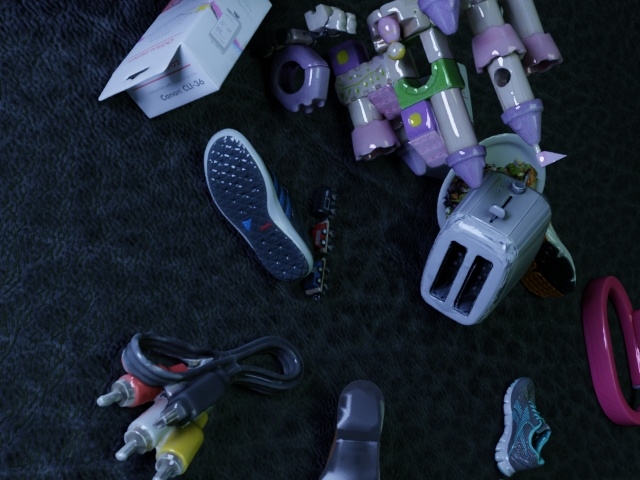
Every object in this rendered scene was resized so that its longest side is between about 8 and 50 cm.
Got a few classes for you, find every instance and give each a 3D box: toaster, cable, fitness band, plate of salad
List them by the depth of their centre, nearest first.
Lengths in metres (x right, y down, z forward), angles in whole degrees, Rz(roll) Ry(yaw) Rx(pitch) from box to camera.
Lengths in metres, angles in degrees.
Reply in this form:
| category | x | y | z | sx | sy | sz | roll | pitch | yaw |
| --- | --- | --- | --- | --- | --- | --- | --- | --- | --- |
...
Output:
| category | x | y | z | sx | sy | sz | roll | pitch | yaw |
| --- | --- | --- | --- | --- | --- | --- | --- | --- | --- |
| cable | -0.125 | 0.147 | 1.008 | 0.139 | 0.072 | 0.287 | 57 | 26 | 5 |
| toaster | 0.231 | 0.021 | 1.367 | 0.129 | 0.227 | 0.146 | 33 | 43 | 15 |
| plate of salad | 0.270 | -0.068 | 1.457 | 0.200 | 0.048 | 0.199 | -14 | 124 | -21 |
| fitness band | 0.577 | 0.211 | 1.822 | 0.209 | 0.054 | 0.290 | 4 | 74 | -47 |

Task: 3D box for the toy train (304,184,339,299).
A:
| category | x | y | z | sx | sy | sz | roll | pitch | yaw |
| --- | --- | --- | --- | --- | --- | --- | --- | --- | --- |
| toy train | 0.000 | 0.000 | 1.208 | 0.036 | 0.027 | 0.158 | 28 | 57 | -38 |

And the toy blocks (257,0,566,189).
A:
| category | x | y | z | sx | sy | sz | roll | pitch | yaw |
| --- | --- | --- | --- | --- | --- | --- | --- | --- | --- |
| toy blocks | 0.141 | -0.178 | 1.229 | 0.309 | 0.289 | 0.260 | -6 | 77 | -54 |

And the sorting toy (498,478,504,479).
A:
| category | x | y | z | sx | sy | sz | roll | pitch | yaw |
| --- | --- | --- | --- | --- | --- | --- | --- | --- | --- |
| sorting toy | 0.300 | 0.474 | 1.399 | 0.348 | 0.047 | 0.196 | 37 | 47 | -38 |

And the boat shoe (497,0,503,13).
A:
| category | x | y | z | sx | sy | sz | roll | pitch | yaw |
| --- | --- | --- | --- | --- | --- | --- | --- | --- | --- |
| boat shoe | 0.314 | -0.408 | 1.719 | 0.046 | 0.038 | 0.125 | 92 | 12 | -63 |

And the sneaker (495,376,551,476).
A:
| category | x | y | z | sx | sy | sz | roll | pitch | yaw |
| --- | --- | --- | --- | --- | --- | --- | --- | --- | --- |
| sneaker | 0.325 | 0.287 | 1.465 | 0.065 | 0.076 | 0.166 | 43 | 48 | -34 |

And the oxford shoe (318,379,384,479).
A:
| category | x | y | z | sx | sy | sz | roll | pitch | yaw |
| --- | --- | --- | --- | --- | --- | --- | --- | --- | --- |
| oxford shoe | 0.038 | 0.279 | 1.132 | 0.076 | 0.076 | 0.212 | 85 | 20 | -69 |

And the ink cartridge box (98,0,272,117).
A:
| category | x | y | z | sx | sy | sz | roll | pitch | yaw |
| --- | --- | --- | --- | --- | --- | --- | --- | --- | --- |
| ink cartridge box | -0.146 | -0.206 | 1.031 | 0.067 | 0.115 | 0.198 | 50 | 45 | -28 |

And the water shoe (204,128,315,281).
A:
| category | x | y | z | sx | sy | sz | roll | pitch | yaw |
| --- | --- | --- | --- | --- | --- | --- | --- | --- | --- |
| water shoe | -0.072 | -0.045 | 1.119 | 0.203 | 0.073 | 0.080 | 63 | 18 | -20 |

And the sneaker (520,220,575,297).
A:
| category | x | y | z | sx | sy | sz | roll | pitch | yaw |
| --- | --- | --- | --- | --- | --- | --- | --- | --- | --- |
| sneaker | 0.367 | -0.022 | 1.610 | 0.262 | 0.099 | 0.121 | 57 | 37 | -23 |

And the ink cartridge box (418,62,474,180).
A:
| category | x | y | z | sx | sy | sz | roll | pitch | yaw |
| --- | --- | --- | --- | --- | --- | --- | --- | --- | --- |
| ink cartridge box | 0.187 | -0.190 | 1.472 | 0.104 | 0.060 | 0.180 | 9 | 72 | -49 |
